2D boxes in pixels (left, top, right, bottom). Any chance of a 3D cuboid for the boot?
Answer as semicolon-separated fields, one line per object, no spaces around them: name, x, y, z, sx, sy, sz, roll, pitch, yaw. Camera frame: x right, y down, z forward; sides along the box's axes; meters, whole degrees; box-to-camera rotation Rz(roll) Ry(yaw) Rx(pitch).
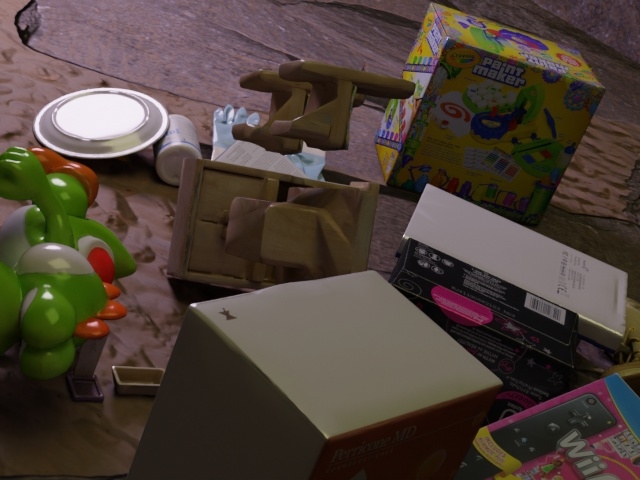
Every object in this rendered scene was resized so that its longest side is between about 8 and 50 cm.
boot;0.440;0.164;1.811;0.262;0.095;0.203;2;33;-38

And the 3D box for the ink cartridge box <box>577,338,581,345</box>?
ink cartridge box;0.268;0.090;1.821;0.218;0.092;0.158;30;28;19

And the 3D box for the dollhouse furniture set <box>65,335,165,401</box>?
dollhouse furniture set;-0.219;0.119;1.407;0.114;0.081;0.091;6;31;-29

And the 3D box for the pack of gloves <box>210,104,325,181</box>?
pack of gloves;-0.084;-0.125;2.027;0.195;0.046;0.232;15;38;-13

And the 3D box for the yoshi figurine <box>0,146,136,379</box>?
yoshi figurine;-0.331;0.025;1.355;0.203;0.203;0.362;59;3;-25

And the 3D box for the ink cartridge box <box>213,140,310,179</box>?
ink cartridge box;-0.064;-0.043;1.864;0.232;0.066;0.189;45;34;-4

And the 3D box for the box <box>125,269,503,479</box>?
box;-0.033;0.220;1.067;0.215;0.345;0.168;-9;40;-45

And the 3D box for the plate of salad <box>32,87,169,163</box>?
plate of salad;-0.323;-0.167;1.888;0.199;0.048;0.200;1;37;0

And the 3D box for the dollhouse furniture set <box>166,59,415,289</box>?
dollhouse furniture set;0.000;0.000;1.517;0.256;0.362;0.394;8;0;-22

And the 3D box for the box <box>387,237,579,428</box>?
box;0.186;0.130;1.632;0.247;0.142;0.163;25;25;3

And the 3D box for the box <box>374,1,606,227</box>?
box;0.282;-0.213;2.186;0.290;0.279;0.177;16;27;-14

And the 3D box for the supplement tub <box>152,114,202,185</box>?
supplement tub;-0.214;-0.134;1.894;0.071;0.071;0.107;12;28;-20

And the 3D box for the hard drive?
hard drive;0.272;0.034;1.781;0.318;0.040;0.210;24;27;3

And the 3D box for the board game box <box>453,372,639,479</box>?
board game box;0.235;0.285;1.306;0.303;0.097;0.224;-18;42;-18
